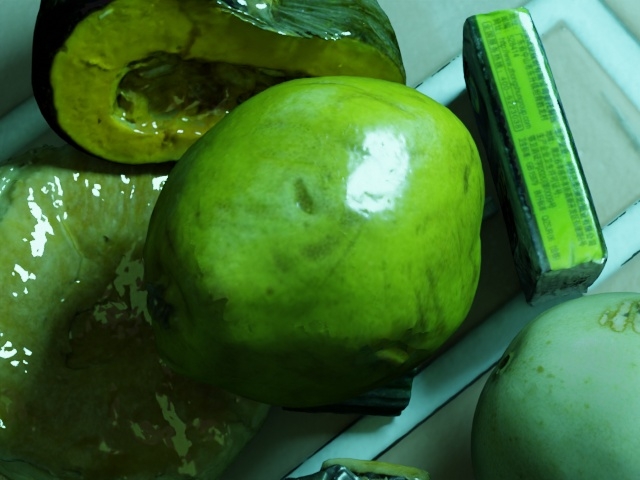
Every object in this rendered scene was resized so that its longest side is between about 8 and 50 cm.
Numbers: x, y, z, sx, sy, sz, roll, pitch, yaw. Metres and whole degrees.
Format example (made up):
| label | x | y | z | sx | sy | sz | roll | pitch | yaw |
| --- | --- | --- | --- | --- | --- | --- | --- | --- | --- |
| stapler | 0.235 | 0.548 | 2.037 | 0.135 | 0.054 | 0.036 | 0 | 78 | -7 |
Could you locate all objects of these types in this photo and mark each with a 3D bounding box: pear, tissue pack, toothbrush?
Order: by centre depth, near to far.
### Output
| label | x | y | z | sx | sy | sz | roll | pitch | yaw |
| --- | --- | --- | --- | --- | --- | --- | --- | --- | --- |
| pear | 0.000 | 0.000 | 1.008 | 0.321 | 0.269 | 0.269 | -19 | 74 | -45 |
| tissue pack | 0.187 | -0.070 | 1.132 | 0.073 | 0.173 | 0.236 | -15 | 78 | 4 |
| toothbrush | 0.086 | 0.015 | 1.194 | 0.193 | 0.013 | 0.019 | -33 | 88 | -7 |

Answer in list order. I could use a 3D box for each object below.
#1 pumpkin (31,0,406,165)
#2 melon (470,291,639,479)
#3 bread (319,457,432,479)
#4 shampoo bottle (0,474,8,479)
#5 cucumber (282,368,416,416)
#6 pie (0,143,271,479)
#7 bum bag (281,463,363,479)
| label | x | y | z | sx | sy | sz | roll | pitch | yaw |
| --- | --- | --- | --- | --- | --- | --- | --- | --- | --- |
| pumpkin | -0.094 | -0.204 | 1.114 | 0.324 | 0.242 | 0.232 | 8 | 47 | -26 |
| melon | 0.283 | 0.187 | 1.025 | 0.330 | 0.268 | 0.269 | 32 | 79 | -2 |
| bread | 0.049 | 0.229 | 1.128 | 0.105 | 0.053 | 0.072 | 8 | 101 | 5 |
| shampoo bottle | -0.278 | 0.216 | 1.119 | 0.118 | 0.076 | 0.314 | 7 | 77 | -10 |
| cucumber | 0.026 | 0.101 | 1.145 | 0.115 | 0.062 | 0.117 | 4 | 87 | -3 |
| pie | -0.179 | 0.070 | 1.098 | 0.339 | 0.083 | 0.340 | 9 | 67 | -22 |
| bum bag | 0.027 | 0.361 | 1.071 | 0.144 | 0.095 | 0.341 | -1 | 81 | -2 |
